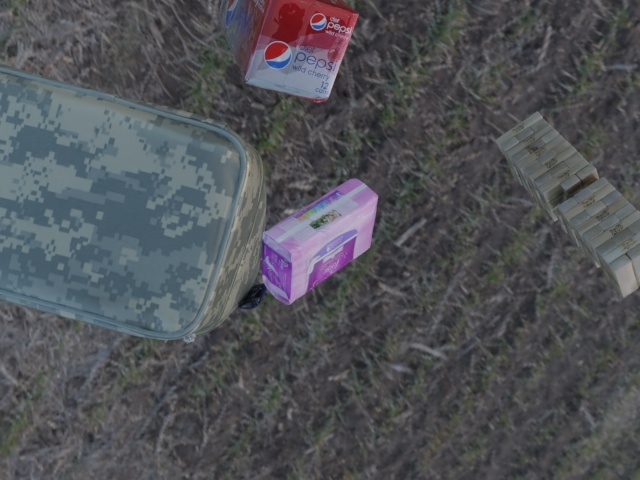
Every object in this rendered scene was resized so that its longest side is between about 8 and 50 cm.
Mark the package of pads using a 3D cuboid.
[{"bbox_3d":[0.000,0.000,0.563,0.083,0.032,0.050,-34,145,-33],"label":"package of pads"}]

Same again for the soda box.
[{"bbox_3d":[-0.042,-0.226,0.881,0.083,0.263,0.092,13,113,-19],"label":"soda box"}]

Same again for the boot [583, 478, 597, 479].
[{"bbox_3d":[0.425,0.393,1.080,0.076,0.208,0.190,22,74,-69],"label":"boot"}]

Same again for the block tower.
[{"bbox_3d":[0.415,-0.065,1.405,0.091,0.335,0.097,-34,140,4],"label":"block tower"}]

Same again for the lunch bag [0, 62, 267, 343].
[{"bbox_3d":[-0.200,-0.027,0.868,0.304,0.256,0.213,14,90,3],"label":"lunch bag"}]
